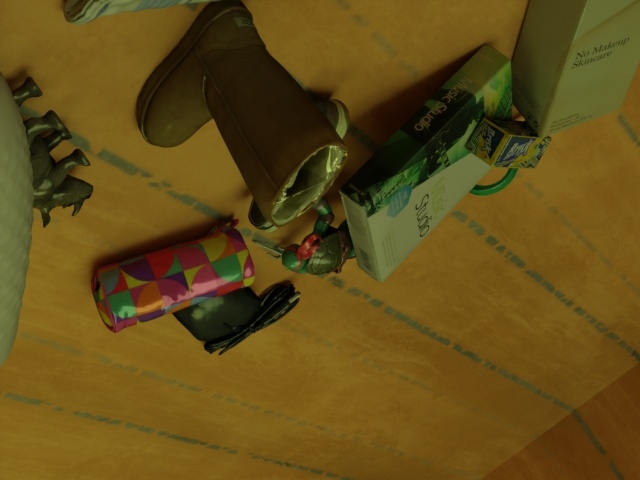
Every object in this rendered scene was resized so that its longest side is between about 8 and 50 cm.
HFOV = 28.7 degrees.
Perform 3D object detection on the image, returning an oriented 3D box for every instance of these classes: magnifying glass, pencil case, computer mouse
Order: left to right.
[{"bbox_3d":[-0.211,0.052,1.798,0.236,0.104,0.104,-21,149,-22],"label":"pencil case"},{"bbox_3d":[-0.145,0.111,1.973,0.188,0.072,0.272,-35,151,7],"label":"computer mouse"},{"bbox_3d":[0.315,-0.163,2.002,0.231,0.092,0.026,-42,147,-4],"label":"magnifying glass"}]

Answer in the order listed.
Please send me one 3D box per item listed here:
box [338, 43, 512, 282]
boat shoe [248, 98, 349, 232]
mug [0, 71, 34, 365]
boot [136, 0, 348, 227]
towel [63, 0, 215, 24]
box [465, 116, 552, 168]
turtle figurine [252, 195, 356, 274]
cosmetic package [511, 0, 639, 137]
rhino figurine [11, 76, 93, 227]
[{"bbox_3d":[0.166,-0.110,1.857,0.322,0.058,0.232,-47,154,-16],"label":"box"},{"bbox_3d":[-0.047,-0.108,1.737,0.073,0.080,0.223,11,125,-44],"label":"boat shoe"},{"bbox_3d":[-0.461,-0.025,1.234,0.374,0.276,0.328,-23,143,-43],"label":"mug"},{"bbox_3d":[-0.103,-0.120,1.458,0.089,0.269,0.236,-1,137,-40],"label":"boot"},{"bbox_3d":[-0.117,-0.282,1.339,0.285,0.034,0.209,-14,180,-31],"label":"towel"},{"bbox_3d":[0.286,-0.146,1.888,0.169,0.054,0.059,-3,126,-58],"label":"box"},{"bbox_3d":[0.000,0.000,1.911,0.234,0.118,0.175,-14,146,-40],"label":"turtle figurine"},{"bbox_3d":[0.386,-0.306,1.813,0.160,0.113,0.309,-22,150,-18],"label":"cosmetic package"},{"bbox_3d":[-0.336,-0.089,1.485,0.106,0.073,0.243,-33,153,-7],"label":"rhino figurine"}]
